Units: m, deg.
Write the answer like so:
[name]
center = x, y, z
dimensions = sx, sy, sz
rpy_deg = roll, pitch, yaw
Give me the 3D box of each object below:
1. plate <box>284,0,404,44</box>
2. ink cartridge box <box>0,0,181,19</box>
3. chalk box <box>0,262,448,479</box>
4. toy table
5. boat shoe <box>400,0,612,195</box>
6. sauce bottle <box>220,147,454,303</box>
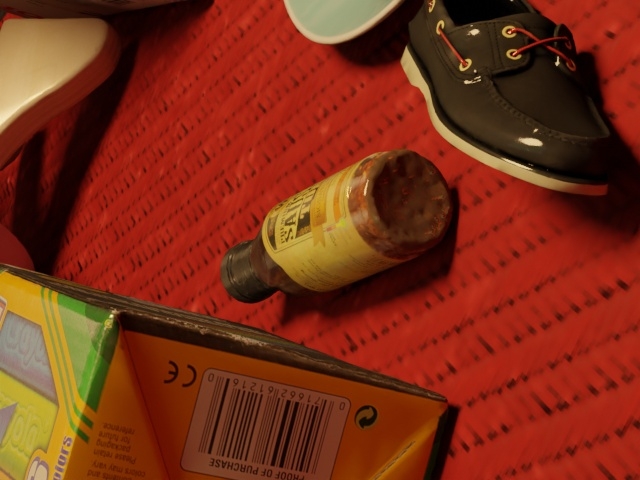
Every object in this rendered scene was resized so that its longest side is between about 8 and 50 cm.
[plate]
center = 0.037, -0.168, 0.646
dimensions = 0.188, 0.024, 0.188
rpy_deg = -41, 41, 49
[ink cartridge box]
center = -0.187, -0.212, 0.908
dimensions = 0.273, 0.198, 0.114
rpy_deg = 8, 83, 63
[chalk box]
center = -0.071, 0.090, 0.591
dimensions = 0.213, 0.132, 0.132
rpy_deg = 10, 84, 64
[toy table]
center = -0.250, -0.058, 0.917
dimensions = 0.274, 0.252, 0.160
rpy_deg = 84, -167, -68
[boat shoe]
center = 0.060, -0.054, 0.508
dimensions = 0.133, 0.049, 0.042
rpy_deg = -116, 40, -59
[sauce bottle]
center = 0.000, 0.000, 0.602
dimensions = 0.128, 0.042, 0.042
rpy_deg = -26, 53, 54
